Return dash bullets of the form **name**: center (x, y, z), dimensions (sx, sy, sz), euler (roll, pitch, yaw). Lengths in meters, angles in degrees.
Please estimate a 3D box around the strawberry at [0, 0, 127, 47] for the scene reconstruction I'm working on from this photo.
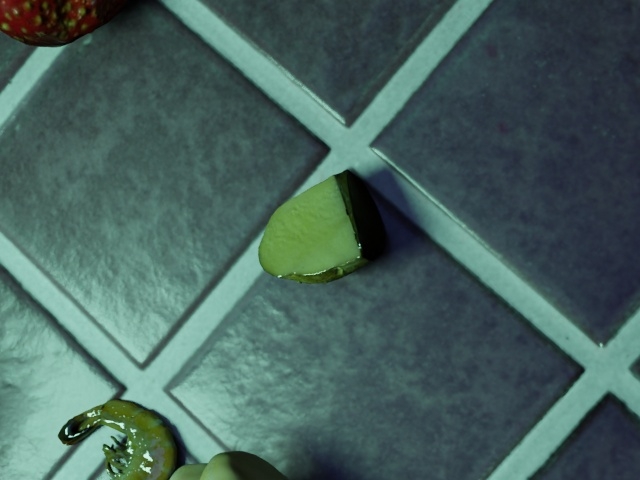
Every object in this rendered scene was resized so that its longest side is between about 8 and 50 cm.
- **strawberry**: center (-0.277, -0.324, 0.997), dimensions (0.250, 0.238, 0.288), euler (0, 96, 17)

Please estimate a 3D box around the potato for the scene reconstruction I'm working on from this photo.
- **potato**: center (0.000, 0.000, 0.998), dimensions (0.103, 0.066, 0.096), euler (-19, 58, 20)

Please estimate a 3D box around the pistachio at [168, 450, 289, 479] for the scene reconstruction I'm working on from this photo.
- **pistachio**: center (-0.063, 0.344, 0.936), dimensions (0.193, 0.214, 0.318), euler (-26, 68, 53)

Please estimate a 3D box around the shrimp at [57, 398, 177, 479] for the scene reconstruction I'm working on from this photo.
- **shrimp**: center (-0.219, 0.235, 1.049), dimensions (0.124, 0.034, 0.178), euler (37, 93, 16)
